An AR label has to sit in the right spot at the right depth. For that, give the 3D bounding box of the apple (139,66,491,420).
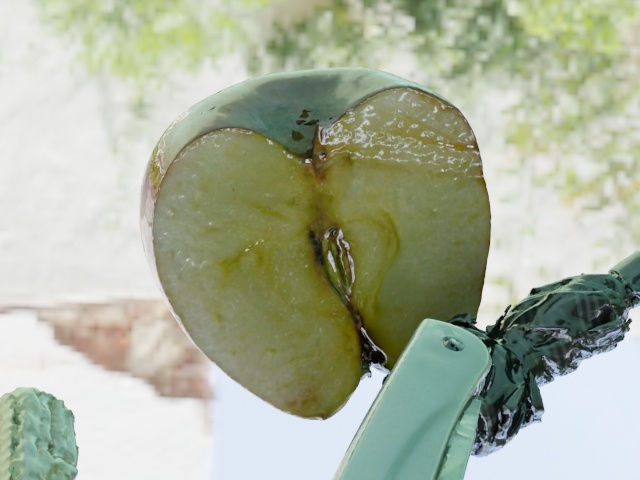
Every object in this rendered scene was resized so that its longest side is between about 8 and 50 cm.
[{"bbox_3d":[0.000,0.000,1.982,0.328,0.365,0.295,-5,-153,28],"label":"apple"}]

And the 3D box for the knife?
[{"bbox_3d":[0.055,0.124,1.135,0.073,0.041,0.265,14,-152,9],"label":"knife"}]

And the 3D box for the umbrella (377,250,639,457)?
[{"bbox_3d":[0.219,0.113,1.943,0.336,0.128,0.154,-26,-143,-6],"label":"umbrella"}]

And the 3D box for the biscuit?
[{"bbox_3d":[-0.245,0.194,1.197,0.062,0.239,0.108,36,-151,-31],"label":"biscuit"}]
